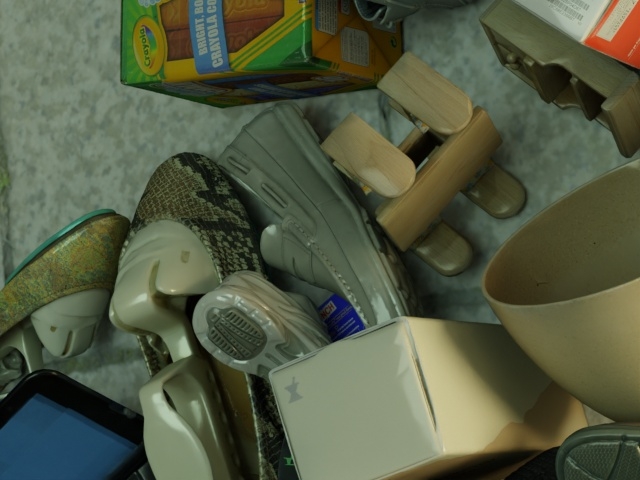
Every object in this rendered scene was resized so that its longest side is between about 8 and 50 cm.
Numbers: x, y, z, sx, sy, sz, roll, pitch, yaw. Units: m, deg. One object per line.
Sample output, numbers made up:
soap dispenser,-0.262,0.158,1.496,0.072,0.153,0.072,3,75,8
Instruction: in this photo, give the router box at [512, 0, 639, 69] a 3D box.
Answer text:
router box,0.183,-0.260,1.709,0.335,0.301,0.082,37,104,28

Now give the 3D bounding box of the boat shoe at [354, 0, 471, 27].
boat shoe,0.057,-0.246,1.831,0.079,0.227,0.081,43,109,37

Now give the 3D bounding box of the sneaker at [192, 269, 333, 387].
sneaker,-0.010,0.108,1.870,0.232,0.115,0.090,45,121,-9

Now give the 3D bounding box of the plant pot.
plant pot,0.303,0.059,1.656,0.284,0.284,0.191,-19,107,29

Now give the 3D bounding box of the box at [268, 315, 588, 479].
box,0.104,0.149,1.720,0.148,0.311,0.121,-24,75,28

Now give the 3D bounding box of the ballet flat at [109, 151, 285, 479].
ballet flat,-0.117,0.128,1.934,0.164,0.182,0.483,-27,72,34

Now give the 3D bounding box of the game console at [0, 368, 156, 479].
game console,-0.268,0.314,2.020,0.293,0.173,0.250,-45,65,22

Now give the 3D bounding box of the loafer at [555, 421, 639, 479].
loafer,0.325,0.178,1.555,0.267,0.084,0.096,6,107,22

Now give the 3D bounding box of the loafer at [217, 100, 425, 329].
loafer,0.000,0.000,1.891,0.111,0.112,0.319,-35,51,4

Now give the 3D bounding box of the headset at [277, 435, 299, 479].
headset,0.018,0.350,1.781,0.185,0.243,0.394,-13,104,15

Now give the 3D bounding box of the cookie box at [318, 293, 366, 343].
cookie box,0.034,0.108,1.926,0.092,0.040,0.107,-42,67,23

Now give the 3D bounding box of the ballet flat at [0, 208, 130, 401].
ballet flat,-0.308,0.094,2.099,0.348,0.123,0.123,-35,69,31

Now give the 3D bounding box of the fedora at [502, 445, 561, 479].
fedora,0.235,0.294,1.679,0.152,0.334,0.334,-44,61,-13

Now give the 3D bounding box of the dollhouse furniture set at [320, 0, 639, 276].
dollhouse furniture set,0.159,-0.080,1.767,0.161,0.212,0.242,40,86,27

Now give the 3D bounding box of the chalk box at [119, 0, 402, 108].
chalk box,-0.085,-0.235,1.945,0.289,0.179,0.180,-5,83,31
